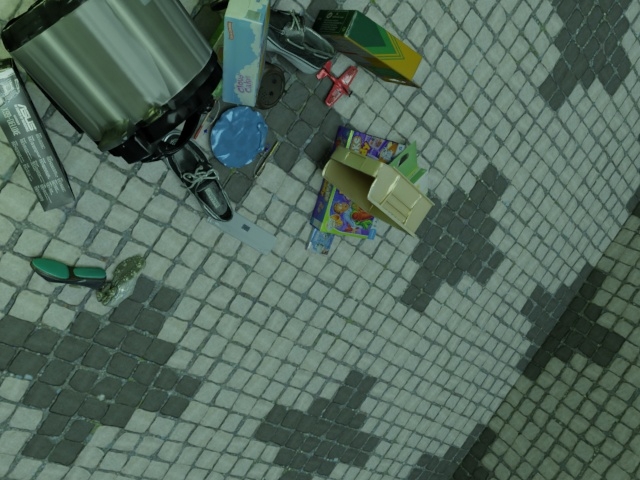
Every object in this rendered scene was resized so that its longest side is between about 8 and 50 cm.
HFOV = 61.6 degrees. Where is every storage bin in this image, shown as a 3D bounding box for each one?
[{"bbox_3d":[0.172,-0.158,1.655,0.260,0.262,0.123,34,91,-36],"label":"storage bin"}]

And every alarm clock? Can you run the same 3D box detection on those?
[{"bbox_3d":[-0.170,-0.438,1.517,0.192,0.064,0.130,-10,126,-49],"label":"alarm clock"}]

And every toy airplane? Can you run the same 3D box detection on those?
[{"bbox_3d":[0.046,-0.496,1.675,0.151,0.028,0.151,-12,115,-27],"label":"toy airplane"}]

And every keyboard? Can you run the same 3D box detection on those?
[{"bbox_3d":[-0.245,-0.033,1.718,0.256,0.014,0.072,33,87,-37],"label":"keyboard"}]

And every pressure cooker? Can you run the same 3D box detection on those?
[{"bbox_3d":[-0.434,-0.393,1.221,0.370,0.375,0.420,-45,125,-10],"label":"pressure cooker"}]

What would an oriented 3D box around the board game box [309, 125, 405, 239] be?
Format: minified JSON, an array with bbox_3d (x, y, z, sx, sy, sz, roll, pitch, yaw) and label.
[{"bbox_3d":[0.124,-0.188,1.826,0.233,0.078,0.348,8,107,-33],"label":"board game box"}]

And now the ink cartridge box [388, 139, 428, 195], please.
[{"bbox_3d":[0.312,-0.208,1.883,0.171,0.056,0.235,-44,145,-29],"label":"ink cartridge box"}]

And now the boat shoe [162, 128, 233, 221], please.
[{"bbox_3d":[-0.347,-0.177,1.530,0.113,0.105,0.306,-33,120,-16],"label":"boat shoe"}]

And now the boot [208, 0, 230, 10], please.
[{"bbox_3d":[-0.182,-0.732,1.291,0.338,0.118,0.223,-38,91,17],"label":"boot"}]

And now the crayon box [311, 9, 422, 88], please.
[{"bbox_3d":[0.154,-0.570,1.599,0.322,0.203,0.083,20,99,-36],"label":"crayon box"}]

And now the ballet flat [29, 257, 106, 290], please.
[{"bbox_3d":[-0.695,0.102,1.474,0.203,0.074,0.074,14,103,-41],"label":"ballet flat"}]

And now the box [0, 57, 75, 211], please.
[{"bbox_3d":[-0.671,-0.246,1.226,0.076,0.242,0.308,-25,121,-19],"label":"box"}]

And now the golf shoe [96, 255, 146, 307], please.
[{"bbox_3d":[-0.570,0.122,1.572,0.176,0.069,0.086,-46,153,-7],"label":"golf shoe"}]

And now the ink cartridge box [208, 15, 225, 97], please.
[{"bbox_3d":[-0.259,-0.501,1.470,0.109,0.062,0.209,31,94,-37],"label":"ink cartridge box"}]

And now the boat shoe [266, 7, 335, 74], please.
[{"bbox_3d":[-0.088,-0.576,1.468,0.119,0.121,0.335,-25,157,33],"label":"boat shoe"}]

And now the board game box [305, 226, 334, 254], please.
[{"bbox_3d":[0.000,0.000,1.871,0.090,0.020,0.090,12,104,-33],"label":"board game box"}]

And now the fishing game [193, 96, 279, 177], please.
[{"bbox_3d":[-0.242,-0.308,1.581,0.264,0.041,0.189,25,97,-44],"label":"fishing game"}]

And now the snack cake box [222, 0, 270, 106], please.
[{"bbox_3d":[-0.180,-0.477,1.308,0.089,0.152,0.264,10,150,-6],"label":"snack cake box"}]
